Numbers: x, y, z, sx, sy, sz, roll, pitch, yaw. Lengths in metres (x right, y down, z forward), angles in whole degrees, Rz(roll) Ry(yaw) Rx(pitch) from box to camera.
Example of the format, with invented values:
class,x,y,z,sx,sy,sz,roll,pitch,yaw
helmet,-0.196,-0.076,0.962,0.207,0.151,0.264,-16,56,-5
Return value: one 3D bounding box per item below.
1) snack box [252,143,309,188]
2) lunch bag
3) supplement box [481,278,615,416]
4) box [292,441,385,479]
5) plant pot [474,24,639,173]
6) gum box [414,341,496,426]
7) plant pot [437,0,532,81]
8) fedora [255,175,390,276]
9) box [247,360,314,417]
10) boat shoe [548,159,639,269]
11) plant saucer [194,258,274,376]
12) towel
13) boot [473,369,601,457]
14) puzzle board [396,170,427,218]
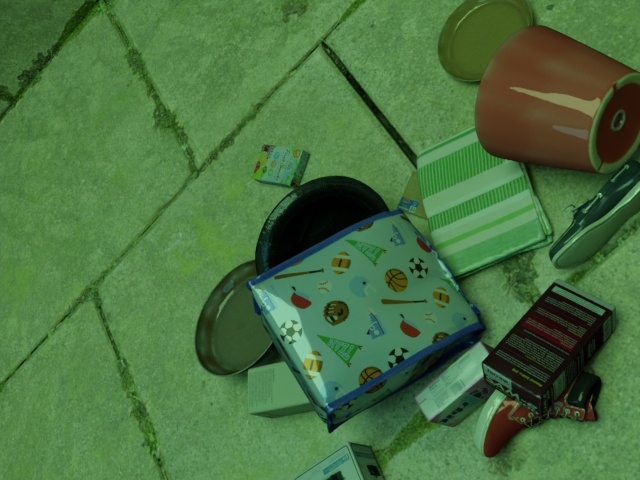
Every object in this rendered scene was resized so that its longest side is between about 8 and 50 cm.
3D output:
class,x,y,z,sx,sy,sz,roll,pitch,yaw
snack box,-0.104,-0.193,2.221,0.141,0.037,0.100,13,82,40
lunch bag,0.098,0.152,1.751,0.385,0.239,0.327,-31,71,-11
supplement box,0.422,0.193,1.571,0.239,0.073,0.130,-42,49,-21
box,0.072,0.582,1.747,0.169,0.087,0.290,-37,54,21
plant pot,0.475,-0.256,1.643,0.243,0.275,0.275,30,92,44
gum box,0.284,0.290,1.686,0.188,0.107,0.062,-43,52,16
plant pot,0.380,-0.467,1.963,0.236,0.032,0.236,-15,63,32
fedora,0.000,0.000,1.958,0.334,0.334,0.152,-55,19,6
box,-0.032,0.324,1.924,0.275,0.094,0.113,-16,64,32
boat shoe,0.530,-0.051,1.641,0.254,0.095,0.079,-47,53,12
plant saucer,-0.184,0.193,2.095,0.311,0.050,0.310,-24,49,30
towel,0.339,-0.096,1.836,0.248,0.038,0.324,-24,61,23
boot,0.409,0.330,1.593,0.176,0.088,0.244,33,90,39
puzzle board,0.241,-0.098,1.937,0.128,0.011,0.096,22,88,41
